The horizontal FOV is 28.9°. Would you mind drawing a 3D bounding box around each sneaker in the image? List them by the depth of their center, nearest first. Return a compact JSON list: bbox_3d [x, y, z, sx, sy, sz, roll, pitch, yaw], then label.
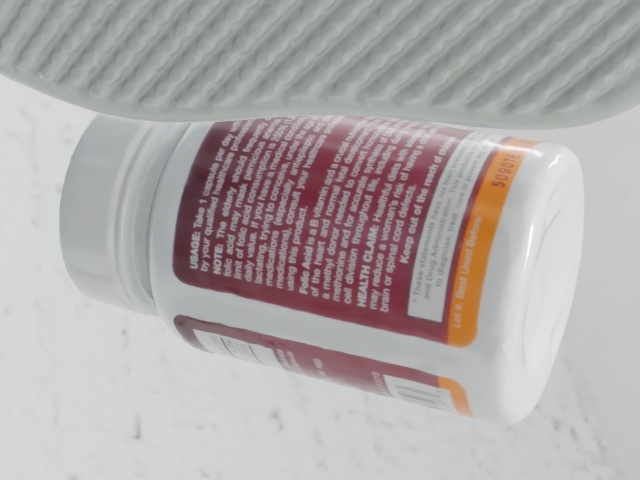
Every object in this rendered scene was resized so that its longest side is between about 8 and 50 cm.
[{"bbox_3d":[-0.012,-0.116,0.454,0.161,0.282,0.102,-70,169,-53],"label":"sneaker"}]

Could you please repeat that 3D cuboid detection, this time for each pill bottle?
[{"bbox_3d":[0.000,0.000,1.025,0.392,0.224,0.224,12,-91,22],"label":"pill bottle"}]
